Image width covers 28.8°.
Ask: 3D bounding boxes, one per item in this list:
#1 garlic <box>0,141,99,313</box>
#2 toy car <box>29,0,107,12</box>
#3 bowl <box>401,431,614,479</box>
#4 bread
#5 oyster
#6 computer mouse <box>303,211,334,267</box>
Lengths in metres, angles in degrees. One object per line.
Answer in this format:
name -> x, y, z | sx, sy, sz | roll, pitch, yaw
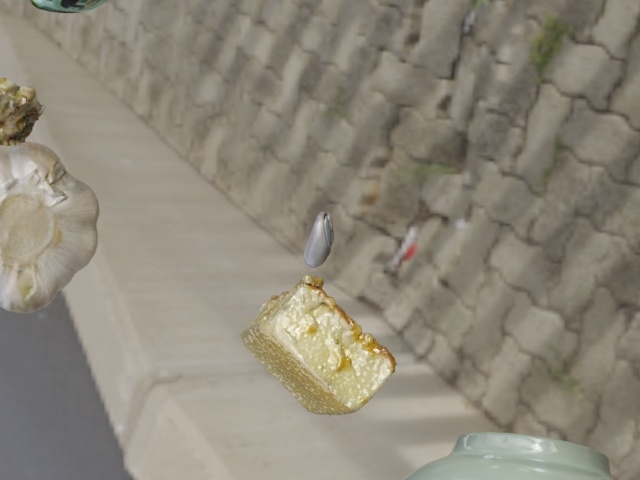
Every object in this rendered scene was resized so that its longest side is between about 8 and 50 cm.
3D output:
garlic -> -0.410, -0.018, 1.666 | 0.152, 0.228, 0.228 | 176, 94, -78
toy car -> -0.356, -0.490, 1.900 | 0.125, 0.136, 0.306 | 26, 109, 36
bowl -> 0.223, 0.320, 1.376 | 0.354, 0.354, 0.185 | -17, 58, 56
bread -> -0.009, 0.153, 1.768 | 0.185, 0.114, 0.274 | 46, 164, -2
oyster -> -0.548, -0.164, 2.018 | 0.083, 0.214, 0.223 | 39, 97, 29
computer mouse -> 0.002, 0.001, 2.091 | 0.066, 0.039, 0.096 | -45, -26, -76
